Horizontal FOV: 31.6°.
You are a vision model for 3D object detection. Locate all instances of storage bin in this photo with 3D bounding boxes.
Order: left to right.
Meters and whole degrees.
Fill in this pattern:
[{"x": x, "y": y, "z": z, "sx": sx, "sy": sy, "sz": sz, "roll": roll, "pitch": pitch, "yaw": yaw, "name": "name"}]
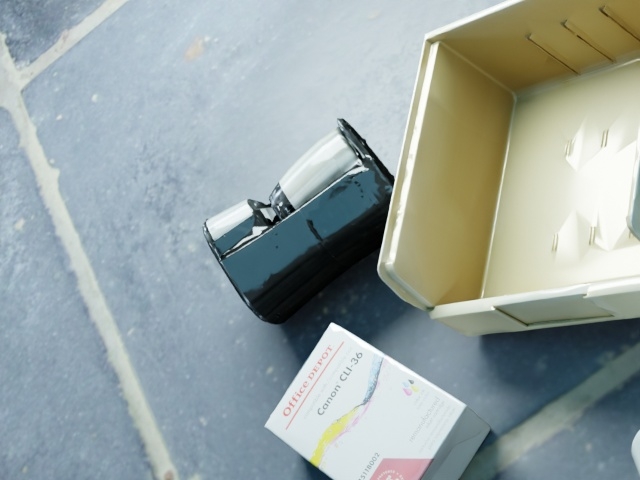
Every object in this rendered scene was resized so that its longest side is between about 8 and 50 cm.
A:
[{"x": 0.194, "y": -0.069, "z": 0.928, "sx": 0.262, "sy": 0.123, "sz": 0.260, "roll": -13, "pitch": 57, "yaw": 50, "name": "storage bin"}]

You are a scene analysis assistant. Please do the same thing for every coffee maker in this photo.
[{"x": 0.000, "y": 0.000, "z": 1.063, "sx": 0.178, "sy": 0.120, "sz": 0.171, "roll": -38, "pitch": 53, "yaw": 8, "name": "coffee maker"}]

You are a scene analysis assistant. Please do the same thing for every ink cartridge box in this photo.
[{"x": 0.034, "y": 0.154, "z": 0.995, "sx": 0.198, "sy": 0.067, "sz": 0.115, "roll": 29, "pitch": 82, "yaw": 38, "name": "ink cartridge box"}]

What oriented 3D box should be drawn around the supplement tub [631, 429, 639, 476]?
[{"x": 0.333, "y": 0.239, "z": 0.673, "sx": 0.228, "sy": 0.228, "sz": 0.316, "roll": -26, "pitch": 55, "yaw": 17, "name": "supplement tub"}]
